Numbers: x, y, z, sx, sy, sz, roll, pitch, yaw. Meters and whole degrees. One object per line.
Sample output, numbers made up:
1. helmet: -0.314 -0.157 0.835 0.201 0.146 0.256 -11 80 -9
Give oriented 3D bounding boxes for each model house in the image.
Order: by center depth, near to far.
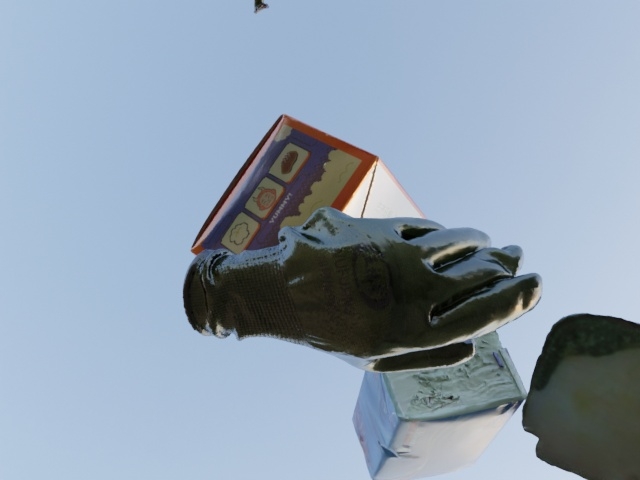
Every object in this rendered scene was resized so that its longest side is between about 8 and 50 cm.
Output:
1. model house: 0.503 0.276 0.852 0.299 0.284 0.243 15 -102 30

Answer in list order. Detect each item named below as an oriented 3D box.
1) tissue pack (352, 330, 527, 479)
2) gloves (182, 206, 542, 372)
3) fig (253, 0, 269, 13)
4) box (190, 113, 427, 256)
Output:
1. tissue pack: 0.170 0.262 0.825 0.198 0.146 0.263 -7 -42 -11
2. gloves: 0.030 0.039 0.401 0.268 0.107 0.135 -6 -76 4
3. fig: -0.095 -0.507 0.827 0.151 0.151 0.259 -1 -43 7
4. box: 0.000 0.000 1.031 0.257 0.349 0.318 31 -93 36
